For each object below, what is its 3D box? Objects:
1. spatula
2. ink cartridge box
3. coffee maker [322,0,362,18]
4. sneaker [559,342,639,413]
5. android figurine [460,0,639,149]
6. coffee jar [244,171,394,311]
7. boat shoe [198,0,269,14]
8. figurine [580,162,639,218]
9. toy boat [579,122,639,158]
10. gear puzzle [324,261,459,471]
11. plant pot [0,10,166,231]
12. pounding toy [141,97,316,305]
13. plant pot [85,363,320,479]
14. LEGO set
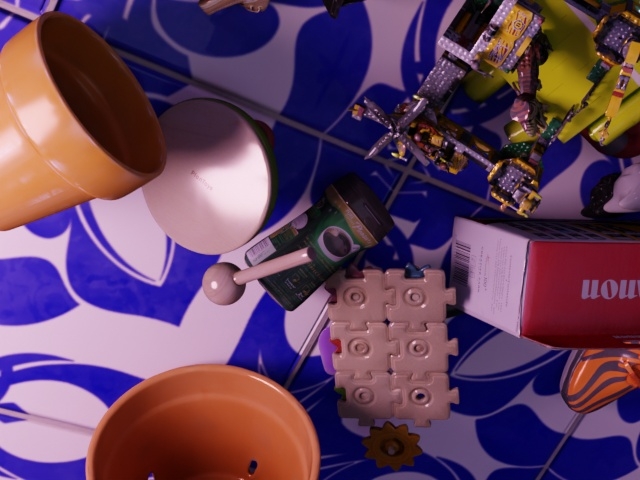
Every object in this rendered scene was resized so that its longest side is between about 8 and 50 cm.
[{"bbox_3d":[0.141,0.113,1.536,0.297,0.030,0.084,-20,118,-8],"label":"spatula"},{"bbox_3d":[0.366,0.050,1.427,0.310,0.272,0.130,0,100,-20],"label":"ink cartridge box"},{"bbox_3d":[0.088,-0.327,1.200,0.178,0.171,0.120,-21,105,-10],"label":"coffee maker"},{"bbox_3d":[0.508,0.166,1.605,0.321,0.180,0.124,-44,122,7],"label":"sneaker"},{"bbox_3d":[0.310,-0.235,1.329,0.248,0.056,0.273,45,119,-7],"label":"android figurine"},{"bbox_3d":[0.000,0.000,1.397,0.184,0.079,0.096,-38,115,4],"label":"coffee jar"},{"bbox_3d":[-0.071,-0.282,1.238,0.135,0.050,0.045,-26,117,-5],"label":"boat shoe"},{"bbox_3d":[0.458,-0.087,1.449,0.209,0.215,0.092,-27,87,1],"label":"figurine"},{"bbox_3d":[0.442,-0.199,1.403,0.151,0.151,0.231,36,101,-31],"label":"toy boat"},{"bbox_3d":[0.104,0.178,1.509,0.176,0.044,0.338,-1,117,9],"label":"gear puzzle"},{"bbox_3d":[-0.302,-0.110,1.176,0.188,0.205,0.205,-30,124,17],"label":"plant pot"},{"bbox_3d":[-0.099,-0.059,1.306,0.183,0.110,0.236,-27,88,30],"label":"pounding toy"},{"bbox_3d":[-0.146,0.336,1.427,0.291,0.291,0.203,-12,136,-13],"label":"plant pot"},{"bbox_3d":[0.215,-0.171,1.249,0.255,0.192,0.331,40,121,-4],"label":"LEGO set"}]
